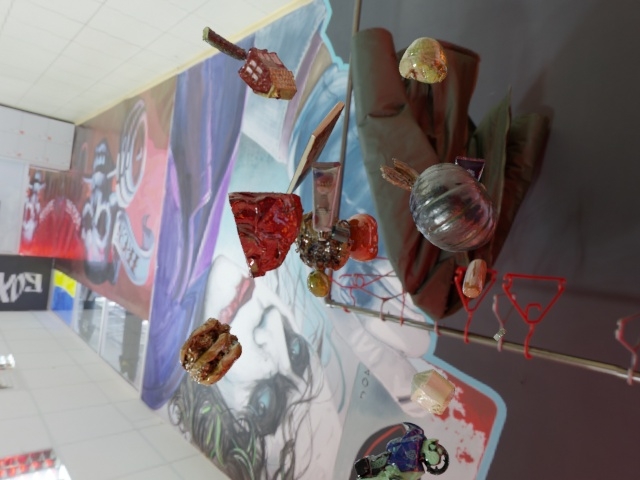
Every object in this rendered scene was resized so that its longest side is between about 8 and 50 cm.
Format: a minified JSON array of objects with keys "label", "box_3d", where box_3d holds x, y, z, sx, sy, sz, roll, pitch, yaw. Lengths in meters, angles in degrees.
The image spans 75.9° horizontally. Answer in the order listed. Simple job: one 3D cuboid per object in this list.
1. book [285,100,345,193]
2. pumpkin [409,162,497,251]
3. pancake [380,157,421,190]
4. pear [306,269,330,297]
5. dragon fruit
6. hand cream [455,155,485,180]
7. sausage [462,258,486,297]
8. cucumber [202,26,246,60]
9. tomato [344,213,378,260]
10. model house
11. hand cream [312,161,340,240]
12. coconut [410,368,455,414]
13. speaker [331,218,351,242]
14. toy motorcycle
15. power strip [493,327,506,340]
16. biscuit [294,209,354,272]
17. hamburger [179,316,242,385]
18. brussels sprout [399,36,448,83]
[{"label":"book","box_3d":[-0.031,-0.425,1.945,0.039,0.300,0.428,33,145,0]},{"label":"pumpkin","box_3d":[0.340,-0.083,1.081,0.249,0.250,0.216,7,148,-36]},{"label":"pancake","box_3d":[0.394,-0.295,1.867,0.257,0.056,0.212,21,-145,-2]},{"label":"pear","box_3d":[-0.010,0.190,1.819,0.107,0.131,0.107,-18,-167,4]},{"label":"dragon fruit","box_3d":[-0.185,-0.028,1.518,0.285,0.330,0.228,-3,173,-8]},{"label":"hand cream","box_3d":[0.581,-0.205,1.678,0.120,0.271,0.061,7,-159,-3]},{"label":"sausage","box_3d":[0.593,0.139,1.571,0.076,0.076,0.197,6,-144,28]},{"label":"cucumber","box_3d":[-0.375,-0.766,1.613,0.058,0.058,0.187,6,174,44]},{"label":"tomato","box_3d":[0.198,-0.013,2.057,0.179,0.260,0.260,2,178,16]},{"label":"model house","box_3d":[-0.236,-0.764,1.960,0.160,0.254,0.196,-43,166,33]},{"label":"hand cream","box_3d":[0.016,-0.166,1.688,0.124,0.341,0.078,0,168,11]},{"label":"coconut","box_3d":[0.329,0.449,1.235,0.122,0.116,0.116,33,-172,19]},{"label":"speaker","box_3d":[0.089,-0.043,1.653,0.075,0.095,0.060,18,172,-1]},{"label":"toy motorcycle","box_3d":[0.275,0.765,1.439,0.331,0.196,0.125,-31,140,11]},{"label":"power strip","box_3d":[0.529,0.279,1.212,0.017,0.027,0.083,49,175,25]},{"label":"biscuit","box_3d":[-0.002,0.004,1.949,0.334,0.290,0.081,34,-166,31]},{"label":"hamburger","box_3d":[-0.457,0.467,1.685,0.211,0.245,0.260,40,-176,1]},{"label":"brussels sprout","box_3d":[0.352,-0.612,1.404,0.183,0.146,0.131,5,171,-29]}]
